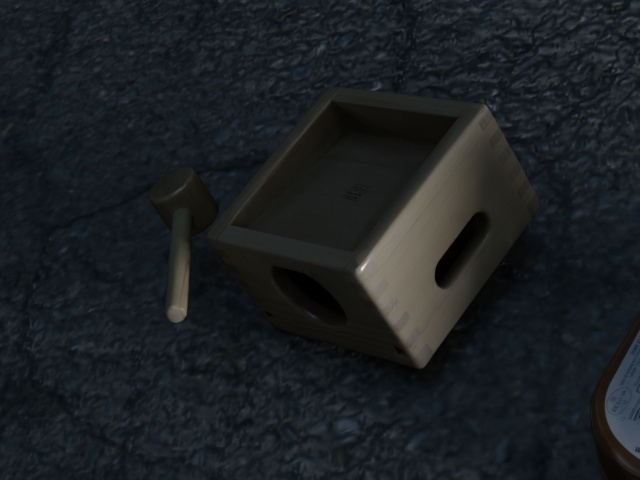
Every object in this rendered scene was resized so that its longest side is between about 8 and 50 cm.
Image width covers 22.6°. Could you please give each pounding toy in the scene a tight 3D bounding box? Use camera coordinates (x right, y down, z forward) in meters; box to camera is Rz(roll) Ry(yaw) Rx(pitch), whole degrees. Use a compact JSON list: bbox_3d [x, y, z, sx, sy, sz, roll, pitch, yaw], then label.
[{"bbox_3d":[-0.009,0.006,0.934,0.206,0.094,0.181,12,56,46],"label":"pounding toy"}]

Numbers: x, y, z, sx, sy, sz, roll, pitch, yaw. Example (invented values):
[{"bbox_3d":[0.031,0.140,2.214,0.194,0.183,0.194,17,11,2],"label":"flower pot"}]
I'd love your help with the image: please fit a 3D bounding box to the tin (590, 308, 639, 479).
[{"bbox_3d":[0.209,0.059,0.813,0.106,0.040,0.189,15,53,31],"label":"tin"}]
